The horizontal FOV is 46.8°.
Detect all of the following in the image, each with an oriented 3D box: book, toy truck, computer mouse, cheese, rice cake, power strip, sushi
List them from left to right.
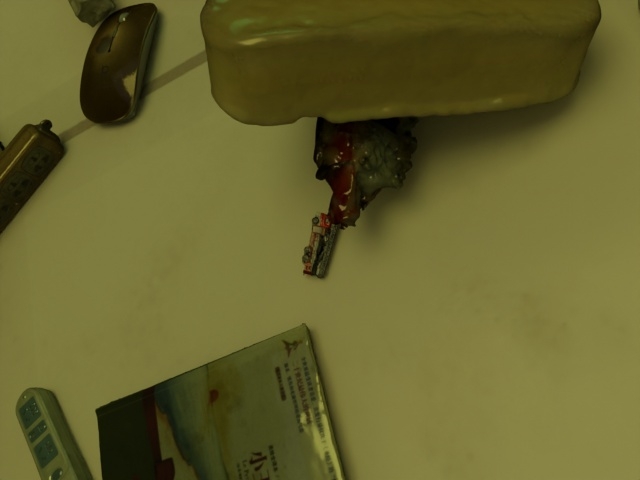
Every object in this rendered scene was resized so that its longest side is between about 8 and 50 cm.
[{"bbox_3d":[-0.472,-0.043,1.051,0.044,0.064,0.305,40,91,28],"label":"power strip"},{"bbox_3d":[-0.317,0.249,0.878,0.047,0.030,0.191,-43,57,6],"label":"power strip"},{"bbox_3d":[-0.379,-0.409,1.147,0.057,0.052,0.256,-33,51,-2],"label":"rice cake"},{"bbox_3d":[-0.287,-0.260,1.058,0.102,0.045,0.199,0,70,25],"label":"computer mouse"},{"bbox_3d":[-0.115,0.229,0.789,0.289,0.026,0.201,-25,60,16],"label":"book"},{"bbox_3d":[0.000,0.000,0.824,0.032,0.024,0.083,12,77,7],"label":"toy truck"},{"bbox_3d":[0.051,-0.111,0.797,0.103,0.097,0.226,-3,62,25],"label":"sushi"},{"bbox_3d":[0.101,-0.235,0.759,0.383,0.104,0.384,1,47,-1],"label":"cheese"}]

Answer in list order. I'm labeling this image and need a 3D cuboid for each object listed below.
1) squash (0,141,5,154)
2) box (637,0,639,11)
[{"bbox_3d":[-0.584,-0.066,1.100,0.252,0.093,0.169,-48,58,2],"label":"squash"},{"bbox_3d":[0.361,-0.222,0.734,0.054,0.024,0.083,-29,61,16],"label":"box"}]
